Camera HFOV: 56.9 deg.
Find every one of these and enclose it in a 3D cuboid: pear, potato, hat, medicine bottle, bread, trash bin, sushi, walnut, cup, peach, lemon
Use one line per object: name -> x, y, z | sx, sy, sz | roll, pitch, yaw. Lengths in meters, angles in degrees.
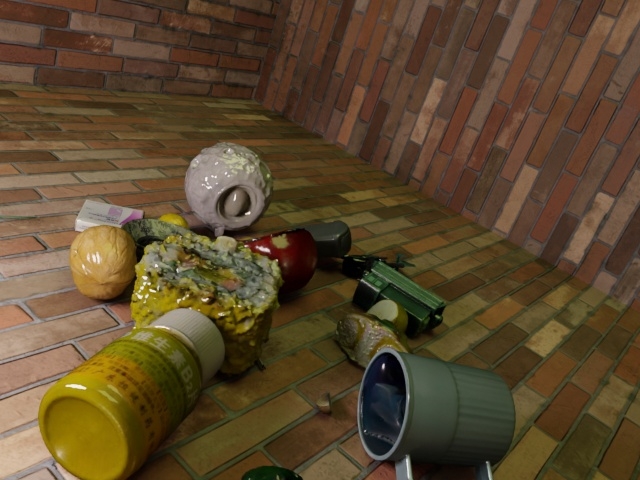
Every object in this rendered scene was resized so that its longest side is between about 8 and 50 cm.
pear -> 0.221, 0.268, 1.920 | 0.104, 0.141, 0.141 | 55, 7, -29
potato -> 0.011, 0.424, 1.512 | 0.037, 0.036, 0.093 | -18, 5, 3
hat -> -0.497, 0.038, 1.818 | 0.265, 0.129, 0.265 | 19, 18, -6
medicine bottle -> -0.701, -0.063, 1.979 | 0.200, 0.052, 0.171 | 12, 25, -14
medicine bottle -> -0.367, 0.301, 1.233 | 0.224, 0.225, 0.384 | 24, 23, 10
bread -> 0.171, 0.295, 1.766 | 0.260, 0.158, 0.156 | 27, 21, 10
trash bin -> 0.000, 0.000, 2.248 | 0.236, 0.101, 0.177 | -5, 25, 7
sushi -> -0.303, 0.149, 1.580 | 0.396, 0.240, 0.351 | 15, 27, 0
walnut -> -0.592, 0.057, 1.620 | 0.193, 0.193, 0.225 | 7, 19, -27
cup -> 0.292, 0.435, 1.427 | 0.310, 0.257, 0.331 | 13, 22, -19
peach -> -0.138, 0.074, 1.957 | 0.257, 0.202, 0.361 | -11, 0, 17
lemon -> -0.502, -0.038, 2.009 | 0.109, 0.109, 0.133 | 1, 36, -37

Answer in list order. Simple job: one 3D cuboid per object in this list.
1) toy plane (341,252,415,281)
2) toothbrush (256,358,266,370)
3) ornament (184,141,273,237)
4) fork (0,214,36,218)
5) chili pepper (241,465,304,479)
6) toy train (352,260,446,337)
toy plane -> 0.217, 0.093, 2.315 | 0.381, 0.107, 0.155 | 1, 13, -25
toothbrush -> -0.215, 0.267, 1.676 | 0.028, 0.026, 0.294 | -6, 34, -31
ornament -> -0.346, -0.206, 2.220 | 0.336, 0.337, 0.337 | 17, 23, -7
fork -> -0.993, -0.069, 1.798 | 0.235, 0.021, 0.039 | 5, 32, -34
chili pepper -> -0.093, 0.517, 1.111 | 0.148, 0.116, 0.265 | 17, 23, 0
toy train -> 0.263, 0.214, 2.057 | 0.330, 0.139, 0.178 | 33, 35, 21
